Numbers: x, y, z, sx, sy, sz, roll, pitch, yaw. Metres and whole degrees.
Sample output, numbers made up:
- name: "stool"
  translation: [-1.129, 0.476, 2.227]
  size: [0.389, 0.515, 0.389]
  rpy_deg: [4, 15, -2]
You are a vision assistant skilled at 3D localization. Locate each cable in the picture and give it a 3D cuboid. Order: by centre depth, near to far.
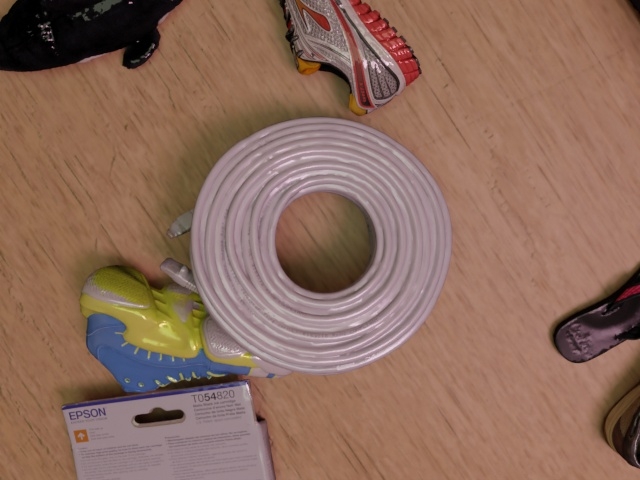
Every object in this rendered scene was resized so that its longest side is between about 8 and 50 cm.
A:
- name: "cable"
  translation: [0.000, 0.000, 0.601]
  size: [0.257, 0.089, 0.257]
  rpy_deg: [41, 81, 2]

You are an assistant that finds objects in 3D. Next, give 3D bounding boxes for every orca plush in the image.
- name: "orca plush"
  translation: [-0.264, -0.247, 0.611]
  size: [0.287, 0.102, 0.151]
  rpy_deg: [-7, 96, 6]

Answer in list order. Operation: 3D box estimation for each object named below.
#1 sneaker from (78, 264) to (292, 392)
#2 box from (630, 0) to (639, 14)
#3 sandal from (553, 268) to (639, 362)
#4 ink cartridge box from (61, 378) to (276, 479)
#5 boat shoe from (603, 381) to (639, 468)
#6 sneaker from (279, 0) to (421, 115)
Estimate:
- name: "sneaker"
  translation: [-0.148, 0.117, 0.668]
  size: [0.240, 0.091, 0.126]
  rpy_deg: [23, 117, 1]
- name: "box"
  translation: [0.469, -0.225, 0.500]
  size: [0.296, 0.183, 0.294]
  rpy_deg: [-34, 89, 9]
- name: "sandal"
  translation: [0.329, 0.073, 0.630]
  size: [0.179, 0.040, 0.067]
  rpy_deg: [-35, 93, 8]
- name: "ink cartridge box"
  translation: [-0.163, 0.272, 0.697]
  size: [0.223, 0.045, 0.224]
  rpy_deg: [-8, 95, 5]
- name: "boat shoe"
  translation: [0.383, 0.144, 0.618]
  size: [0.080, 0.073, 0.223]
  rpy_deg: [37, 99, -1]
- name: "sneaker"
  translation: [-0.007, -0.217, 0.600]
  size: [0.093, 0.088, 0.225]
  rpy_deg: [-44, 91, 10]
